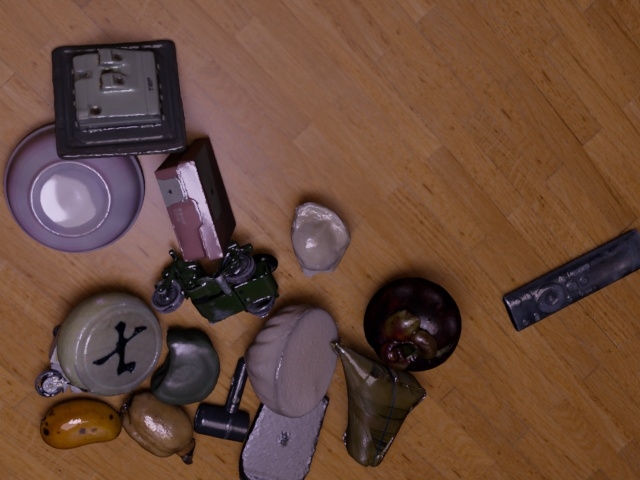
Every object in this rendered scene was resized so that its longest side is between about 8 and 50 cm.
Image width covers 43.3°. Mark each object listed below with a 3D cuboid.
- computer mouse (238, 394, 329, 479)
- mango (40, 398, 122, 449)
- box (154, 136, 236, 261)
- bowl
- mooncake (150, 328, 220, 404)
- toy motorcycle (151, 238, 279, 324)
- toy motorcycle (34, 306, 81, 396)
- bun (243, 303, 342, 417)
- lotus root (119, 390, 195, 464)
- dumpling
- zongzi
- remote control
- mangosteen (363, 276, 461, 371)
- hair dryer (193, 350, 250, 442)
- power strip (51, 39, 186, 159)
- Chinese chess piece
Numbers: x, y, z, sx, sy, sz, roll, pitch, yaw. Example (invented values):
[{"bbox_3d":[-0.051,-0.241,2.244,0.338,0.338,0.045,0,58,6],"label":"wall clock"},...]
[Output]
[{"bbox_3d":[-0.093,0.473,1.943,0.168,0.087,0.295,22,88,-10],"label":"computer mouse"},{"bbox_3d":[-0.542,0.414,1.828,0.178,0.090,0.115,-5,117,-14],"label":"mango"},{"bbox_3d":[-0.256,-0.086,1.682,0.086,0.215,0.215,-13,109,6],"label":"box"},{"bbox_3d":[-0.507,-0.100,1.660,0.287,0.144,0.287,-3,106,-12],"label":"bowl"},{"bbox_3d":[-0.313,0.283,1.824,0.175,0.104,0.168,-43,121,-4],"label":"mooncake"},{"bbox_3d":[-0.224,0.103,1.789,0.275,0.127,0.205,-21,140,4],"label":"toy motorcycle"},{"bbox_3d":[-0.530,0.256,1.792,0.151,0.074,0.228,27,89,-27],"label":"toy motorcycle"},{"bbox_3d":[-0.089,0.261,1.833,0.175,0.263,0.263,9,109,30],"label":"bun"},{"bbox_3d":[-0.363,0.431,1.854,0.221,0.118,0.125,40,139,-15],"label":"lotus root"},{"bbox_3d":[0.000,0.000,1.813,0.136,0.118,0.199,-5,128,-8],"label":"dumpling"},{"bbox_3d":[0.081,0.394,1.911,0.289,0.123,0.260,25,99,-32],"label":"zongzi"},{"bbox_3d":[0.637,0.100,2.007,0.378,0.044,0.107,-26,105,-4],"label":"remote control"},{"bbox_3d":[0.204,0.204,1.830,0.228,0.265,0.228,6,113,14],"label":"mangosteen"},{"bbox_3d":[-0.211,0.362,1.898,0.124,0.071,0.219,17,95,-16],"label":"hair dryer"},{"bbox_3d":[-0.402,-0.292,1.603,0.251,0.092,0.257,-4,71,-16],"label":"power strip"},{"bbox_3d":[-0.451,0.227,1.742,0.238,0.092,0.237,-13,109,-41],"label":"Chinese chess piece"}]
